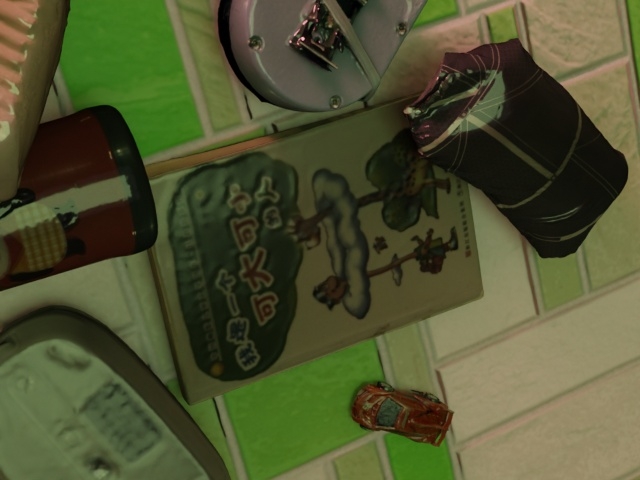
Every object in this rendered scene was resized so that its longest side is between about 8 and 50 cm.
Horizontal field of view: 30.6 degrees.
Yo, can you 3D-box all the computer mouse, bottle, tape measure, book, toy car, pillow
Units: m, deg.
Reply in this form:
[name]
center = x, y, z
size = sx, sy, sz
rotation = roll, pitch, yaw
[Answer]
[computer mouse]
center = -0.226, 0.219, 1.184
size = 0.197, 0.095, 0.331
rotation = -38, 107, -12
[bottle]
center = -0.325, -0.011, 1.051
size = 0.336, 0.144, 0.144
rotation = -19, 111, -16
[tape measure]
center = -0.006, -0.215, 1.154
size = 0.182, 0.107, 0.181
rotation = 24, 87, -30
[book]
center = 0.000, 0.000, 1.251
size = 0.371, 0.043, 0.260
rotation = -19, 111, -19
[toy car]
center = 0.093, 0.201, 1.351
size = 0.122, 0.035, 0.059
rotation = 18, 100, -29
[pillow]
center = 0.220, -0.101, 1.276
size = 0.335, 0.092, 0.161
rotation = 36, 85, -40

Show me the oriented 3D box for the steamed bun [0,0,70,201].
[steamed bun]
center = -0.325, -0.216, 0.942
size = 0.247, 0.236, 0.384
rotation = 4, 90, -14
